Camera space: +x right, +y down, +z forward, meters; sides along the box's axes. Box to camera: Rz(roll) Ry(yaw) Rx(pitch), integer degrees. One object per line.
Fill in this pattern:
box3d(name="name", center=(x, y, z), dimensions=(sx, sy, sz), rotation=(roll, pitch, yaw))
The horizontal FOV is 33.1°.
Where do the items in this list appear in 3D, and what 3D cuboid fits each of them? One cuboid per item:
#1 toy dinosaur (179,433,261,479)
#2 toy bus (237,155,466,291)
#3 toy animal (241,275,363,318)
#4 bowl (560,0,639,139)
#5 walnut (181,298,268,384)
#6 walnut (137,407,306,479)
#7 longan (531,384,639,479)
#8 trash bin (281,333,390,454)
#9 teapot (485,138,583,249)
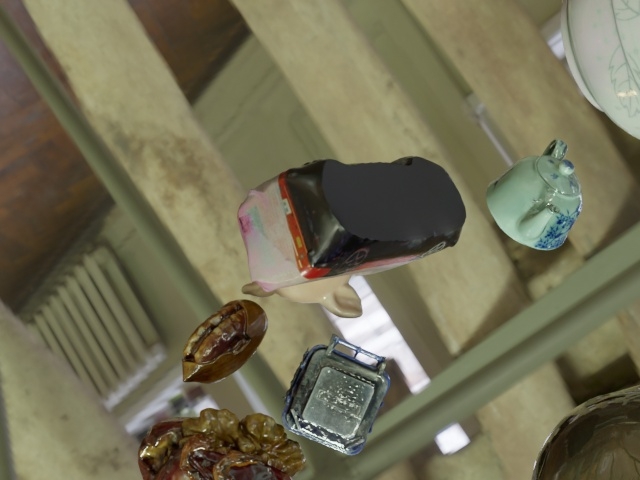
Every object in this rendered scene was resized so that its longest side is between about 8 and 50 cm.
box3d(name="toy dinosaur", center=(-0.191, 0.415, 1.695), dimensions=(0.432, 0.208, 0.097), rotation=(8, 176, -23))
box3d(name="toy bus", center=(0.041, -0.024, 1.300), dimensions=(0.147, 0.128, 0.302), rotation=(-25, 170, 36))
box3d(name="toy animal", center=(0.000, 0.000, 1.986), dimensions=(0.326, 0.237, 0.269), rotation=(34, 68, -68))
box3d(name="bowl", center=(0.355, -0.223, 1.126), dimensions=(0.143, 0.287, 0.287), rotation=(-12, -173, 45))
box3d(name="walnut", center=(-0.177, 0.186, 1.949), dimensions=(0.207, 0.116, 0.116), rotation=(-43, 174, -26))
box3d(name="walnut", center=(-0.171, 0.398, 1.873), dimensions=(0.269, 0.222, 0.244), rotation=(25, 120, -25))
box3d(name="longan", center=(0.392, 0.286, 1.212), dimensions=(0.350, 0.288, 0.288), rotation=(-24, 166, -18))
box3d(name="trash bin", center=(0.021, 0.268, 1.947), dimensions=(0.234, 0.162, 0.184), rotation=(165, -50, -83))
box3d(name="teapot", center=(0.369, -0.081, 1.771), dimensions=(0.159, 0.159, 0.232), rotation=(-42, -164, 38))
